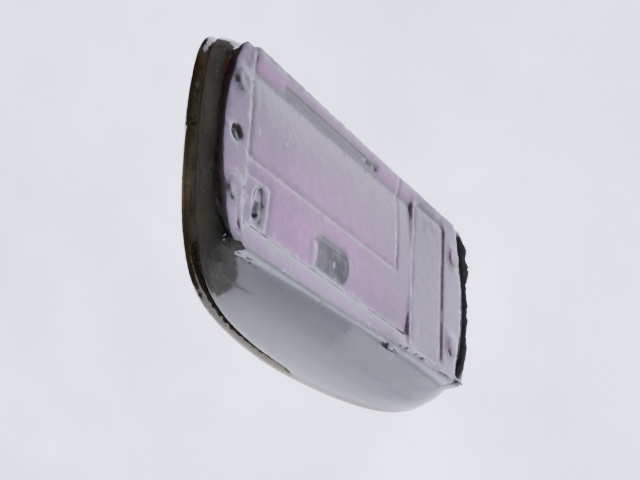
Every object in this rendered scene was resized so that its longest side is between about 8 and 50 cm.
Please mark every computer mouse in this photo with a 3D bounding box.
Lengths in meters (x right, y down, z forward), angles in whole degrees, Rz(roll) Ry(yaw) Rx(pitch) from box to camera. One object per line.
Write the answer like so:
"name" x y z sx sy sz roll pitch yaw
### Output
"computer mouse" 0.000 0.000 0.623 0.056 0.245 0.126 -11 -116 27
